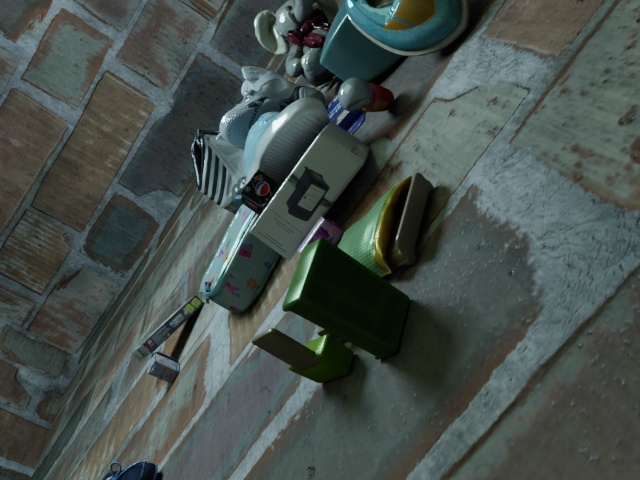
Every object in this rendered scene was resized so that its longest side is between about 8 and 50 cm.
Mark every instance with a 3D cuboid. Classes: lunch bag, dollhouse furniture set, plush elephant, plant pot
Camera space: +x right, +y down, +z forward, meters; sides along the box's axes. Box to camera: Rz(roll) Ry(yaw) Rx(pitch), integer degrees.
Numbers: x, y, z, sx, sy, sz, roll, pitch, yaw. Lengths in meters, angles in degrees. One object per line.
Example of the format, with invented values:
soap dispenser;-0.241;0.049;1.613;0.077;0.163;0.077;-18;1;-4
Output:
lunch bag;-0.177;0.031;1.527;0.279;0.108;0.224;-62;19;-12
dollhouse furniture set;0.025;0.023;0.949;0.197;0.151;0.301;-35;29;51
plush elephant;-0.022;-0.565;1.793;0.272;0.255;0.330;-36;4;-14
plant pot;0.112;-0.471;1.487;0.234;0.165;0.165;-45;23;34
lunch bag;-0.404;0.321;1.711;0.053;0.071;0.083;-60;17;4

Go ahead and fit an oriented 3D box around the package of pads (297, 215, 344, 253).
package of pads;0.000;0.000;1.212;0.083;0.050;0.032;-55;20;13

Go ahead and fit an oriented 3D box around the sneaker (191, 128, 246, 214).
sneaker;-0.202;-0.296;1.877;0.169;0.257;0.447;-20;42;62

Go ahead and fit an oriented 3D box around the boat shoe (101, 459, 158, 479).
boat shoe;-0.431;0.538;1.405;0.258;0.089;0.109;-46;22;32

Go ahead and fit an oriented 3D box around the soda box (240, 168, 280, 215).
soda box;-0.122;-0.093;1.331;0.060;0.053;0.169;-55;4;-7

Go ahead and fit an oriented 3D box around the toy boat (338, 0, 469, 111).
toy boat;0.133;-0.392;1.258;0.267;0.148;0.318;30;111;30

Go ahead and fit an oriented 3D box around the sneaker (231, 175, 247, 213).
sneaker;-0.098;-0.155;1.661;0.341;0.125;0.139;-48;42;35

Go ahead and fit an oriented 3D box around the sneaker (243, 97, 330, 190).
sneaker;-0.099;-0.231;1.441;0.366;0.135;0.150;-42;61;57

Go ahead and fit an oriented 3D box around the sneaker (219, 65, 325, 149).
sneaker;-0.169;-0.348;1.733;0.366;0.210;0.137;-28;-39;-46

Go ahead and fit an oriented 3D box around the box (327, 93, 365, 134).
box;0.058;-0.306;1.579;0.136;0.036;0.225;-44;24;36

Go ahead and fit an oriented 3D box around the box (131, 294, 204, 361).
box;-0.419;0.239;1.823;0.207;0.036;0.114;-46;7;-39

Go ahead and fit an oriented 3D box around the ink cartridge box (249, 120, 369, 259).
ink cartridge box;-0.017;-0.101;1.285;0.237;0.100;0.172;-52;5;19
